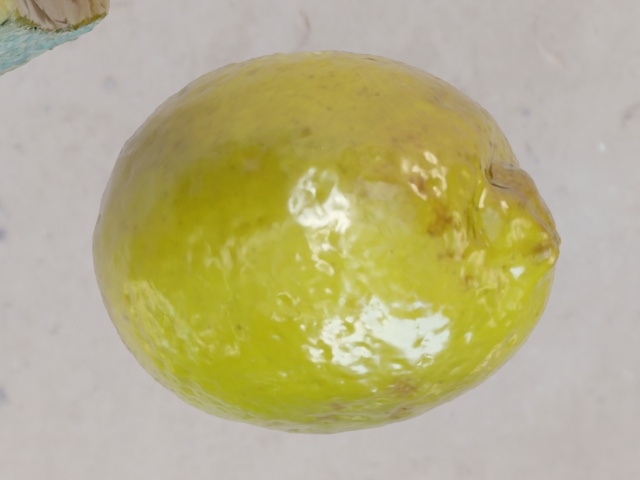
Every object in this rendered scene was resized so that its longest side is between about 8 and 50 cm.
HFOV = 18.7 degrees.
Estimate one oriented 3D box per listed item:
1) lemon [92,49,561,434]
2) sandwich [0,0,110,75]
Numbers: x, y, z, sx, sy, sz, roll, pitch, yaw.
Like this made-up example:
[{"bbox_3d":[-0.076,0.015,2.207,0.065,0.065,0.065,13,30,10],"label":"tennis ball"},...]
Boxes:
[{"bbox_3d":[0.000,0.000,0.838,0.207,0.170,0.170,-12,139,36],"label":"lemon"},{"bbox_3d":[-0.172,-0.063,0.647,0.186,0.215,0.065,-24,95,5],"label":"sandwich"}]
